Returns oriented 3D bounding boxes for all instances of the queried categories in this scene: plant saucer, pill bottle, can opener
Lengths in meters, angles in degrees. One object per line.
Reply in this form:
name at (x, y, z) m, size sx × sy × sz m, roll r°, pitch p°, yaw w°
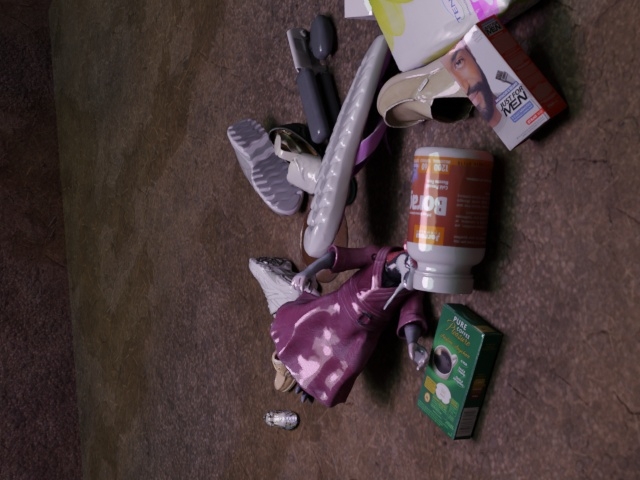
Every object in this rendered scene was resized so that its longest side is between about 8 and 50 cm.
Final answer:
plant saucer at (0.000, 0.000, 1.944) m, size 0.168 × 0.029 × 0.168 m, roll -7°, pitch 82°, yaw 61°
pill bottle at (0.194, -0.031, 1.495) m, size 0.121 × 0.121 × 0.216 m, roll 8°, pitch 95°, yaw 61°
can opener at (-0.006, -0.318, 1.939) m, size 0.093 × 0.074 × 0.280 m, roll -43°, pitch 51°, yaw 51°

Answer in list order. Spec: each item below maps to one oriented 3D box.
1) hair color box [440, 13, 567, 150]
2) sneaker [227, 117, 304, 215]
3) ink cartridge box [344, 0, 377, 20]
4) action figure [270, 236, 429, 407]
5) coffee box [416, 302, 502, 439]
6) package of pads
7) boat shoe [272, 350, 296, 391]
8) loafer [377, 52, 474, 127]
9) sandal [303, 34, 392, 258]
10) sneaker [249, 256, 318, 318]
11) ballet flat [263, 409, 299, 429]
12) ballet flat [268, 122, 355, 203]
hair color box at (0.257, -0.222, 1.392) m, size 0.167 × 0.053 × 0.093 m, roll 53°, pitch 142°, yaw 6°
sneaker at (-0.104, -0.145, 2.113) m, size 0.115 × 0.105 × 0.281 m, roll 74°, pitch 169°, yaw -50°
ink cartridge box at (0.100, -0.479, 1.683) m, size 0.067 × 0.115 × 0.198 m, roll 7°, pitch 100°, yaw 43°
action figure at (0.087, 0.117, 1.680) m, size 0.248 × 0.276 × 0.370 m, roll 47°, pitch 120°, yaw 5°
coffee box at (0.212, 0.201, 1.521) m, size 0.113 × 0.041 × 0.184 m, roll 38°, pitch 121°, yaw 56°
package of pads at (0.190, -0.403, 1.493) m, size 0.296 × 0.101 × 0.229 m, roll -21°, pitch 93°, yaw 58°
boat shoe at (-0.070, 0.240, 2.013) m, size 0.063 × 0.059 × 0.170 m, roll 57°, pitch 135°, yaw 47°
loafer at (0.181, -0.225, 1.559) m, size 0.268 × 0.102 × 0.092 m, roll -24°, pitch 63°, yaw 56°
sandal at (0.071, -0.160, 1.758) m, size 0.169 × 0.102 × 0.416 m, roll 175°, pitch 114°, yaw -79°
sneaker at (-0.090, 0.105, 2.039) m, size 0.232 × 0.090 × 0.115 m, roll 36°, pitch 122°, yaw 58°
ballet flat at (-0.086, 0.373, 2.049) m, size 0.114 × 0.041 × 0.041 m, roll -11°, pitch 77°, yaw 60°
ballet flat at (-0.032, -0.148, 1.945) m, size 0.280 × 0.096 × 0.095 m, roll 51°, pitch 129°, yaw 51°
